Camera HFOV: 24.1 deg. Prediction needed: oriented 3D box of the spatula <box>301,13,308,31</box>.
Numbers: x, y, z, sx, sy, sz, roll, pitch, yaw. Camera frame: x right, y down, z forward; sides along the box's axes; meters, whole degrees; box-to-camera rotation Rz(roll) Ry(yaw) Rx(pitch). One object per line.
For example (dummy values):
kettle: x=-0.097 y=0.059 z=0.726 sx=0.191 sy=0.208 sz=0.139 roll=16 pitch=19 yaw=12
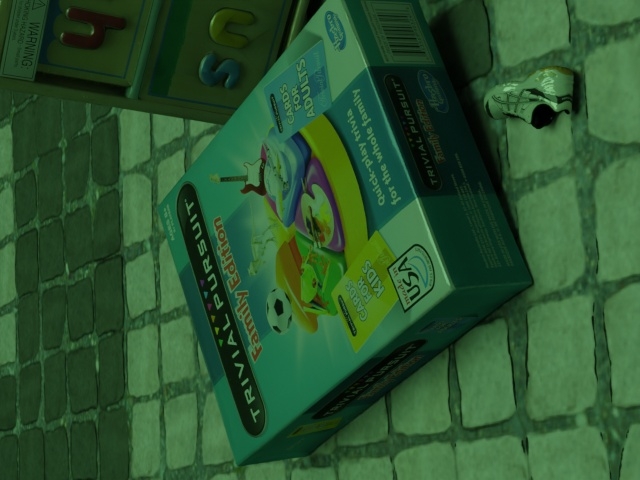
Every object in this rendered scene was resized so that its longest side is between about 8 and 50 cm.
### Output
spatula: x=0.020 y=-0.139 z=1.262 sx=0.168 sy=0.019 sz=0.242 roll=-38 pitch=55 yaw=52

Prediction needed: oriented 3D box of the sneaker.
sneaker: x=0.143 y=-0.093 z=1.044 sx=0.083 sy=0.032 sz=0.037 roll=-22 pitch=69 yaw=57

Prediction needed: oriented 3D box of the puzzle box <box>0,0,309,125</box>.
puzzle box: x=-0.113 y=-0.302 z=1.245 sx=0.052 sy=0.272 sz=0.408 roll=44 pitch=123 yaw=57

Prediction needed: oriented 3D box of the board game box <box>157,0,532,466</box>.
board game box: x=0.000 y=0.000 z=1.197 sx=0.336 sy=0.079 sz=0.253 roll=-45 pitch=57 yaw=47
